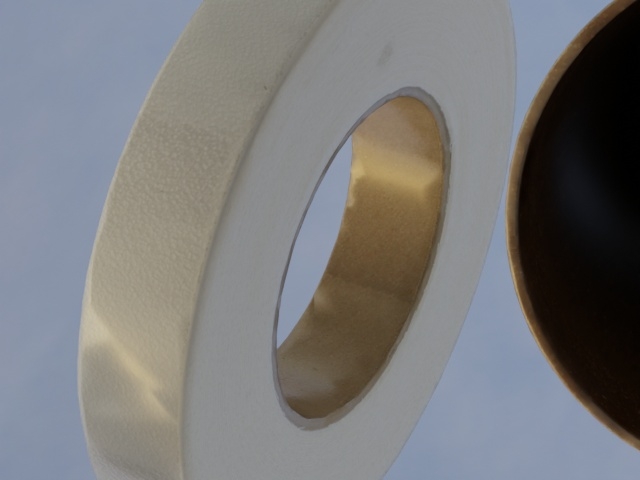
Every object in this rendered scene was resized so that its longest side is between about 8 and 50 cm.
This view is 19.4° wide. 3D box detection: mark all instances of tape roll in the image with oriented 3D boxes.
[{"bbox_3d":[0.000,0.000,1.084,0.072,0.392,0.392,19,-106,25],"label":"tape roll"}]

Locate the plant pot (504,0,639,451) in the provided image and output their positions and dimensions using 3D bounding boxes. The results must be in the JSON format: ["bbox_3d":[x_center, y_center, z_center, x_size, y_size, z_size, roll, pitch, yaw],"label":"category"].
[{"bbox_3d":[0.199,-0.036,0.799,0.215,0.230,0.215,3,-74,12],"label":"plant pot"}]
